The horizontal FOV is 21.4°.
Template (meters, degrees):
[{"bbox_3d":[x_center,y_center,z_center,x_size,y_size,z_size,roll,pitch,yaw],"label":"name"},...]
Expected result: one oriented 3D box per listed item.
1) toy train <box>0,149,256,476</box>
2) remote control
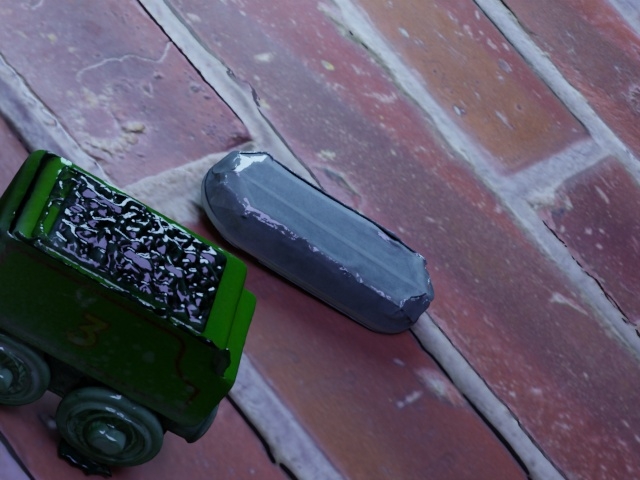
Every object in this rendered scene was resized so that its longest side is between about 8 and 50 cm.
[{"bbox_3d":[-0.168,0.057,1.266,0.243,0.188,0.132,31,40,-14],"label":"toy train"},{"bbox_3d":[0.000,0.000,1.572,0.247,0.052,0.104,31,41,-17],"label":"remote control"}]
